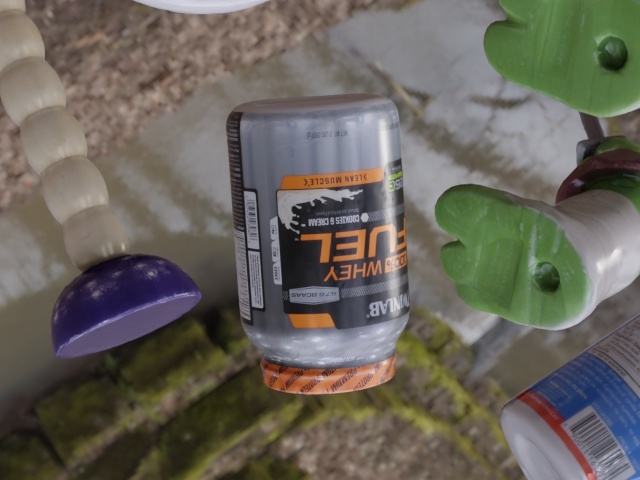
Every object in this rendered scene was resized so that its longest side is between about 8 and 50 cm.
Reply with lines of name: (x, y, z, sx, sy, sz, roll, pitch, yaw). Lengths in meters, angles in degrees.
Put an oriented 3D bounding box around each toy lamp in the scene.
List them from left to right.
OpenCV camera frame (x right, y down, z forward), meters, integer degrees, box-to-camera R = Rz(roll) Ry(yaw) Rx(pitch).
toy lamp: (-0.140, -0.083, 0.668, 0.080, 0.275, 0.080, -22, 170, -4)

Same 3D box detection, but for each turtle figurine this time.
turtle figurine: (0.138, -0.082, 0.617, 0.266, 0.275, 0.198, -21, 165, -45)

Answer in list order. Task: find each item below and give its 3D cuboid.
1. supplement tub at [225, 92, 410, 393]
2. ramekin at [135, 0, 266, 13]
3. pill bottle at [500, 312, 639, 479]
supplement tub: (0.000, 0.000, 1.606, 0.193, 0.193, 0.316, -14, 103, -44)
ramekin: (-0.083, -0.308, 1.020, 0.273, 0.273, 0.127, -26, 179, -26)
pill bottle: (0.252, 0.113, 1.042, 0.221, 0.124, 0.124, -31, 155, -11)
